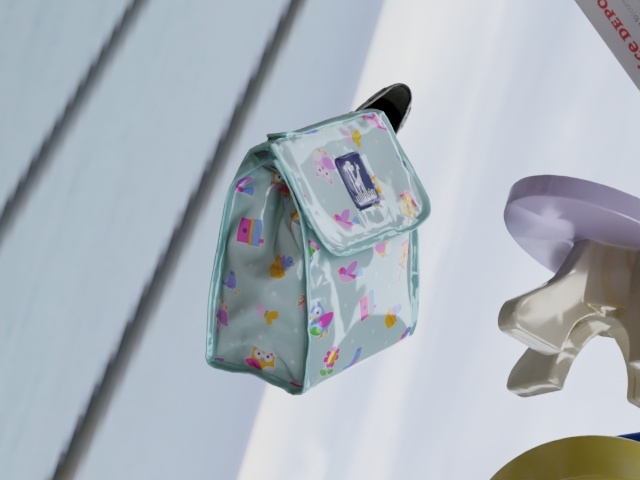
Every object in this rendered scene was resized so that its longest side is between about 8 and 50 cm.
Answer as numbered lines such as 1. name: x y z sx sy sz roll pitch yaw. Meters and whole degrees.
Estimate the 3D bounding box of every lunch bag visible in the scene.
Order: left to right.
1. lunch bag: 0.000 0.000 1.950 0.223 0.160 0.262 -22 121 -52

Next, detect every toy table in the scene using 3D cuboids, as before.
1. toy table: 0.291 0.067 1.903 0.252 0.274 0.161 -35 -145 60

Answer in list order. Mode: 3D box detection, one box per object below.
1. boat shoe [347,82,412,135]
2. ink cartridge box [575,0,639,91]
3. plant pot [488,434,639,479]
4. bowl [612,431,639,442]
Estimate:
1. boat shoe: 0.046 -0.122 2.292 0.070 0.078 0.219 -46 -174 49
2. ink cartridge box: 0.453 -0.295 2.131 0.273 0.198 0.115 -39 172 36
3. plant pot: 0.270 0.358 1.818 0.239 0.254 0.254 -84 -170 -62
4. bowl: 0.388 0.330 2.234 0.391 0.391 0.077 -73 152 -76
